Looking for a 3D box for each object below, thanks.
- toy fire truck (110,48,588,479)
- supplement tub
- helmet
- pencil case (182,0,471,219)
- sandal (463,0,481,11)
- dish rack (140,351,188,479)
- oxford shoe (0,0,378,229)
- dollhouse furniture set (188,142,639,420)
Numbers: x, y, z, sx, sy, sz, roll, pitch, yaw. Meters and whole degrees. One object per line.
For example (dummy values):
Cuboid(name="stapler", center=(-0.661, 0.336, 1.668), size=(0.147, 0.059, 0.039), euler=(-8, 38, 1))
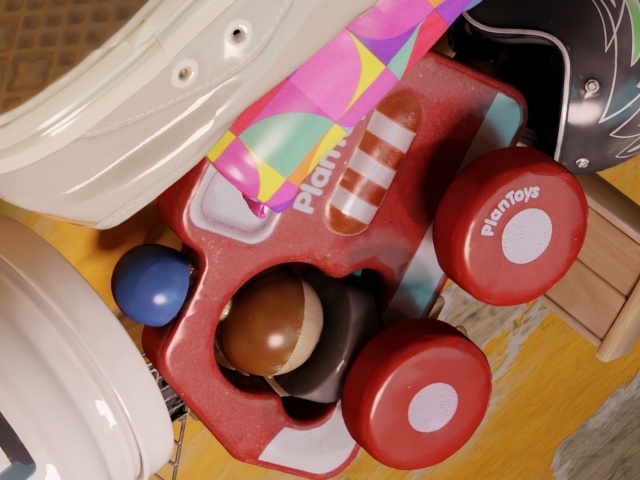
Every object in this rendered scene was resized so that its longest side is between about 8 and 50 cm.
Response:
Cuboid(name="toy fire truck", center=(0.000, 0.000, 1.185), size=(0.254, 0.169, 0.302), euler=(21, 103, -35))
Cuboid(name="supplement tub", center=(-0.230, 0.129, 0.949), size=(0.272, 0.191, 0.191), euler=(-37, 152, -25))
Cuboid(name="helmet", center=(0.172, -0.130, 1.263), size=(0.169, 0.161, 0.169), euler=(-52, 163, -23))
Cuboid(name="pencil case", center=(0.014, -0.123, 1.033), size=(0.236, 0.104, 0.104), euler=(-47, 155, 6))
Cuboid(name="sandal", center=(0.132, -0.260, 1.080), size=(0.126, 0.138, 0.317), euler=(-24, 146, -46))
Cuboid(name="dish rack", center=(-0.179, 0.183, 1.255), size=(0.208, 0.074, 0.272), euler=(-31, 147, -38))
Cuboid(name="oxford shoe", center=(-0.007, -0.167, 0.934), size=(0.449, 0.169, 0.130), euler=(-39, 141, -6))
Cuboid(name="dollhouse furniture set", center=(0.113, 0.013, 1.375), size=(0.355, 0.174, 0.303), euler=(-16, 138, -51))
